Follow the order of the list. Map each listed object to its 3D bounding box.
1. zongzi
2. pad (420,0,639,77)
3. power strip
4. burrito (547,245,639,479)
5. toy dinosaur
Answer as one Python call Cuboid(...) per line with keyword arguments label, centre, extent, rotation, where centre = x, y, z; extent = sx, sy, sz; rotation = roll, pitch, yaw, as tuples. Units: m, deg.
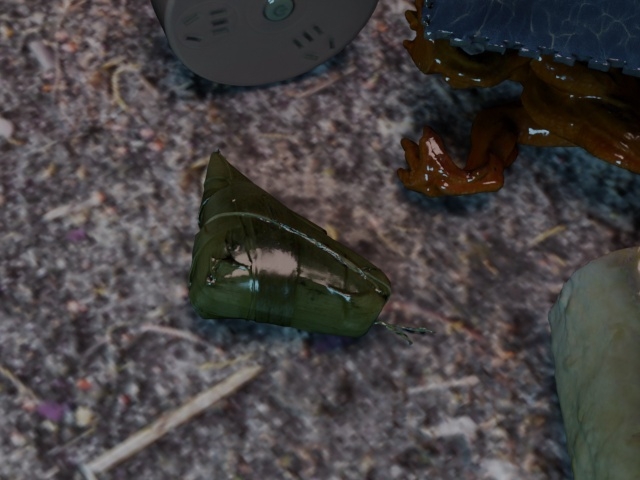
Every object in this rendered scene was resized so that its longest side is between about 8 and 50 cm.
Cuboid(label="zongzi", centre=(0.000, 0.000, 0.837), extent=(0.154, 0.062, 0.130), rotation=(9, 43, -7))
Cuboid(label="pad", centre=(0.204, -0.179, 0.885), extent=(0.269, 0.012, 0.270), rotation=(9, 40, 1))
Cuboid(label="power strip", centre=(-0.038, -0.178, 0.888), extent=(0.154, 0.154, 0.078), rotation=(-13, 57, -14))
Cuboid(label="burrito", centre=(0.210, 0.144, 0.717), extent=(0.143, 0.105, 0.299), rotation=(-12, 56, 2))
Cuboid(label="toy dinosaur", centre=(0.156, -0.083, 0.882), extent=(0.208, 0.097, 0.432), rotation=(-12, 58, -20))
